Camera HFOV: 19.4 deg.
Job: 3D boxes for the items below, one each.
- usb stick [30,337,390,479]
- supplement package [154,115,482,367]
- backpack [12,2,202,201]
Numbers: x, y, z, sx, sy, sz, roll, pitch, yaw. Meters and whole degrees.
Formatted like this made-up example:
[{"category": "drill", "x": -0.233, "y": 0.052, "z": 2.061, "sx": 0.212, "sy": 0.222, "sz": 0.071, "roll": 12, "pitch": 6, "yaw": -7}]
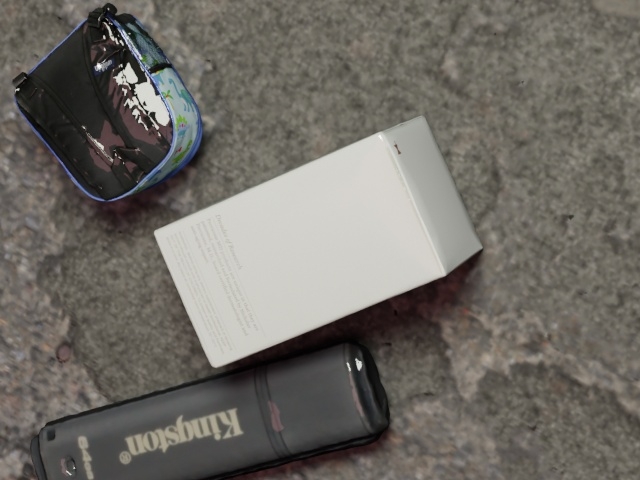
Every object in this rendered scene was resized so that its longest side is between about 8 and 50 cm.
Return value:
[{"category": "usb stick", "x": -0.082, "y": 0.137, "z": 1.346, "sx": 0.278, "sy": 0.045, "sz": 0.077, "roll": -17, "pitch": 95, "yaw": 21}, {"category": "supplement package", "x": 0.000, "y": 0.000, "z": 1.263, "sx": 0.179, "sy": 0.105, "sz": 0.105, "roll": -23, "pitch": 91, "yaw": 22}, {"category": "backpack", "x": -0.139, "y": -0.090, "z": 1.304, "sx": 0.105, "sy": 0.084, "sz": 0.114, "roll": -38, "pitch": 81, "yaw": 21}]
